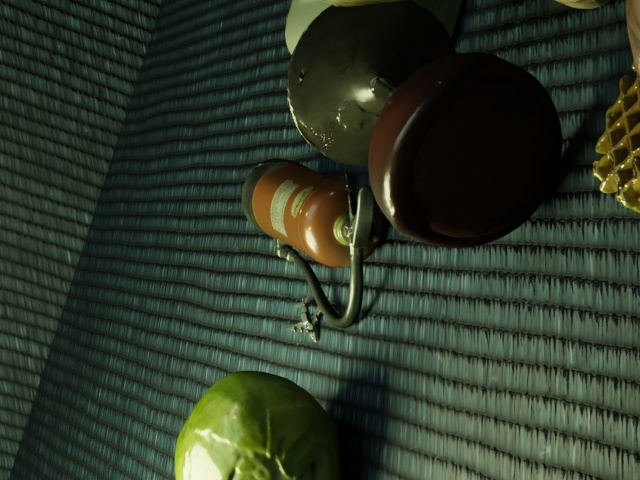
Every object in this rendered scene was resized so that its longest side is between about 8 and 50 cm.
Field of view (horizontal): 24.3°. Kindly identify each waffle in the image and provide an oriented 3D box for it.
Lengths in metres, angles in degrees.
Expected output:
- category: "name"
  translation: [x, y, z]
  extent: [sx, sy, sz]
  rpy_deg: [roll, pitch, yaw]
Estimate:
- category: "waffle"
  translation: [0.325, -0.112, 1.418]
  extent: [0.191, 0.038, 0.191]
  rpy_deg: [-47, 33, 44]

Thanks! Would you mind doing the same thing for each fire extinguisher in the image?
- category: "fire extinguisher"
  translation: [0.009, -0.006, 2.008]
  extent: [0.200, 0.113, 0.376]
  rpy_deg: [69, 165, -15]

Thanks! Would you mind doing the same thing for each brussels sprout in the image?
- category: "brussels sprout"
  translation: [-0.077, 0.278, 1.819]
  extent: [0.244, 0.244, 0.244]
  rpy_deg: [-48, 31, 43]

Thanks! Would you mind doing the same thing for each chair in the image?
- category: "chair"
  translation: [0.117, -0.131, 1.664]
  extent: [0.226, 0.226, 0.401]
  rpy_deg: [-65, 22, 12]

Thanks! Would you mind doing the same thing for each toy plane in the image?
- category: "toy plane"
  translation: [-0.017, 0.107, 2.040]
  extent: [0.078, 0.024, 0.084]
  rpy_deg: [-39, 34, 21]

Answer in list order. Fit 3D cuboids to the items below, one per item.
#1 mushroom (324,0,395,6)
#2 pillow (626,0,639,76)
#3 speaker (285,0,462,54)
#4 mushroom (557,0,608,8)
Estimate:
- category: "mushroom"
  translation: [0.134, -0.326, 1.676]
  extent: [0.247, 0.344, 0.130]
  rpy_deg: [105, 162, -73]
- category: "pillow"
  translation: [0.329, -0.294, 1.364]
  extent: [0.236, 0.084, 0.223]
  rpy_deg: [91, -175, -52]
- category: "speaker"
  translation: [0.107, -0.417, 1.989]
  extent: [0.184, 0.183, 0.406]
  rpy_deg: [2, 74, 61]
- category: "mushroom"
  translation: [0.288, -0.309, 1.563]
  extent: [0.112, 0.148, 0.148]
  rpy_deg: [38, 113, 25]
